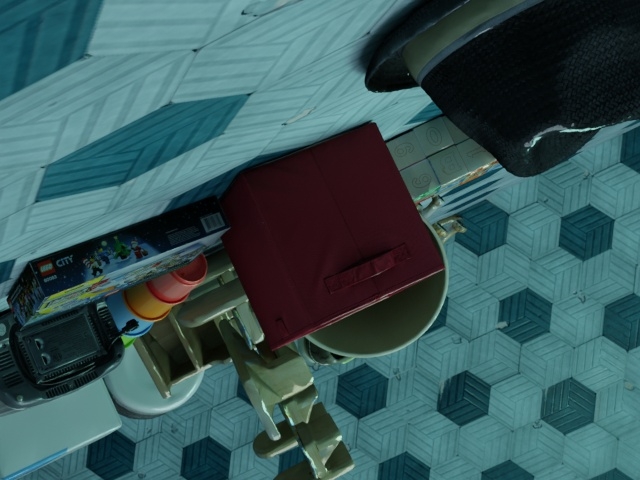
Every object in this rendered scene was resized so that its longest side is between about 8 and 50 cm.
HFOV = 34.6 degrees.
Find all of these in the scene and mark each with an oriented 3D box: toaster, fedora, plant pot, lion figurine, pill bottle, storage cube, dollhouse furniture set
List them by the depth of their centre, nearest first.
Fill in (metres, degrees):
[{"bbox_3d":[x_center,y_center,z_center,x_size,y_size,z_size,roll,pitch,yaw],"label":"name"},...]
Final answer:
[{"bbox_3d":[0.207,-0.152,0.904,0.334,0.152,0.334,-25,175,-3],"label":"fedora"},{"bbox_3d":[0.000,0.000,1.229,0.183,0.193,0.215,-23,175,-21],"label":"storage cube"},{"bbox_3d":[-0.371,0.151,1.379,0.227,0.129,0.146,-24,179,-40],"label":"toaster"},{"bbox_3d":[0.069,0.019,1.649,0.256,0.256,0.274,-26,-168,10],"label":"plant pot"},{"bbox_3d":[-0.168,0.205,1.713,0.256,0.362,0.394,-26,-155,-5],"label":"dollhouse furniture set"},{"bbox_3d":[0.157,0.030,2.033,0.240,0.142,0.392,-50,161,16],"label":"lion figurine"},{"bbox_3d":[-0.364,0.269,2.145,0.204,0.204,0.361,-23,174,-19],"label":"pill bottle"}]

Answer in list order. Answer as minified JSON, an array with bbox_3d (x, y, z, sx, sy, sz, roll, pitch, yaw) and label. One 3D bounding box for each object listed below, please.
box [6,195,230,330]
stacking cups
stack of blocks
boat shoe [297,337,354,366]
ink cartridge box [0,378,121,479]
[{"bbox_3d":[-0.237,0.027,1.199,0.233,0.044,0.159,-22,174,-31],"label":"box"},{"bbox_3d":[-0.261,0.087,1.493,0.096,0.096,0.316,-20,170,-45],"label":"stacking cups"},{"bbox_3d":[0.236,-0.150,1.409,0.297,0.087,0.171,-25,175,-1],"label":"stack of blocks"},{"bbox_3d":[0.093,0.108,1.801,0.305,0.109,0.091,-43,-156,-21],"label":"boat shoe"},{"bbox_3d":[-0.469,0.255,1.541,0.198,0.197,0.270,-22,174,-39],"label":"ink cartridge box"}]
